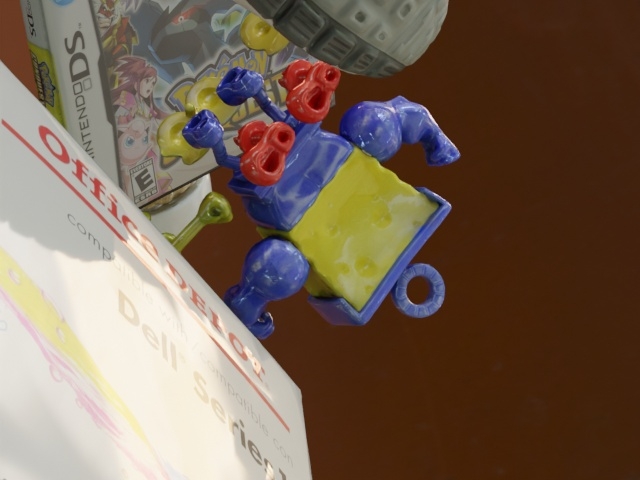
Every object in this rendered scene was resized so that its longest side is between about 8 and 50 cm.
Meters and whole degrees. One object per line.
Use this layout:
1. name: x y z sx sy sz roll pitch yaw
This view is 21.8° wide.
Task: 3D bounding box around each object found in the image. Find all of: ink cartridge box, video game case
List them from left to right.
1. ink cartridge box: -0.096 0.079 0.526 0.119 0.353 0.207 -31 123 13
2. video game case: -0.105 -0.164 1.317 0.275 0.035 0.248 -30 132 -31

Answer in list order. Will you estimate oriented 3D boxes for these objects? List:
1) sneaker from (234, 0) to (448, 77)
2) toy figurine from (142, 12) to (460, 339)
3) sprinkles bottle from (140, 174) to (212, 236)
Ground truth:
1. sneaker: -0.057 -0.190 0.719 0.111 0.129 0.297 -45 104 -10
2. toy figurine: 0.000 0.000 1.090 0.217 0.191 0.362 43 73 -22
3. sprinkles bottle: -0.174 -0.151 1.416 0.121 0.355 0.121 -4 45 4
